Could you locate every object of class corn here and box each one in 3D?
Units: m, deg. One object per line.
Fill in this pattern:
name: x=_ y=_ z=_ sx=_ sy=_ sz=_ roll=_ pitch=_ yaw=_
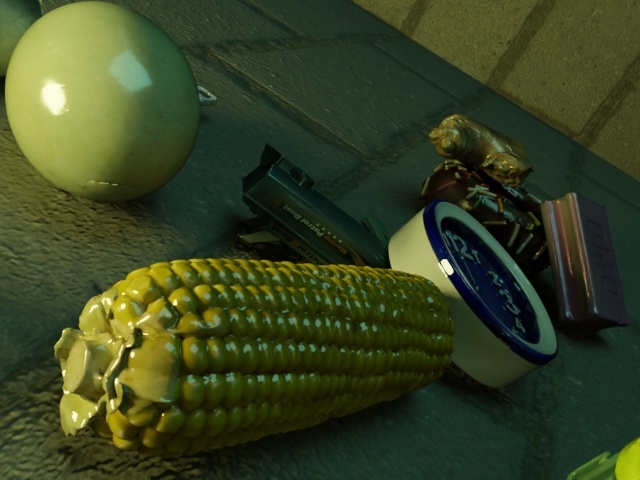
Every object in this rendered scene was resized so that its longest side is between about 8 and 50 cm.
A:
corn: x=-0.018 y=0.083 z=0.548 sx=0.387 sy=0.144 sz=0.144 roll=-1 pitch=40 yaw=-44

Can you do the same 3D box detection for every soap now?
soap: x=0.414 y=0.036 z=1.038 sx=0.122 sy=0.066 sz=0.203 roll=14 pitch=64 yaw=-42

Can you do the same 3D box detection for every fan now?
fan: x=0.099 y=0.023 z=0.909 sx=0.038 sy=0.016 sz=0.193 roll=19 pitch=28 yaw=-27

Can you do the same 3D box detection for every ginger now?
ginger: x=0.260 y=-0.159 z=1.109 sx=0.213 sy=0.074 sz=0.137 roll=13 pitch=29 yaw=-20

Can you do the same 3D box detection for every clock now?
clock: x=0.183 y=0.062 z=0.796 sx=0.230 sy=0.083 sz=0.230 roll=36 pitch=27 yaw=-22

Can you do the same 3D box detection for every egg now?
egg: x=-0.220 y=-0.143 z=0.677 sx=0.187 sy=0.186 sz=0.253 roll=11 pitch=36 yaw=-34

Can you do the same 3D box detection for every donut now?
donut: x=0.301 y=-0.048 z=1.145 sx=0.270 sy=0.103 sz=0.269 roll=23 pitch=26 yaw=-12

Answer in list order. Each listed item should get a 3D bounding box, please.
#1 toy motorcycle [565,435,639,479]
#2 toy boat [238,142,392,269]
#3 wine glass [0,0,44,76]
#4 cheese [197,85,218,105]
toy motorcycle: x=0.187 y=0.291 z=0.381 sx=0.200 sy=0.191 sz=0.326 roll=37 pitch=42 yaw=4
toy boat: x=0.000 y=0.000 z=0.783 sx=0.246 sy=0.103 sz=0.093 roll=38 pitch=10 yaw=-17
wine glass: x=-0.435 y=-0.245 z=0.707 sx=0.241 sy=0.126 sz=0.126 roll=1 pitch=39 yaw=-47
cheese: x=-0.212 y=-0.189 z=0.904 sx=0.137 sy=0.064 sz=0.227 roll=38 pitch=29 yaw=8
